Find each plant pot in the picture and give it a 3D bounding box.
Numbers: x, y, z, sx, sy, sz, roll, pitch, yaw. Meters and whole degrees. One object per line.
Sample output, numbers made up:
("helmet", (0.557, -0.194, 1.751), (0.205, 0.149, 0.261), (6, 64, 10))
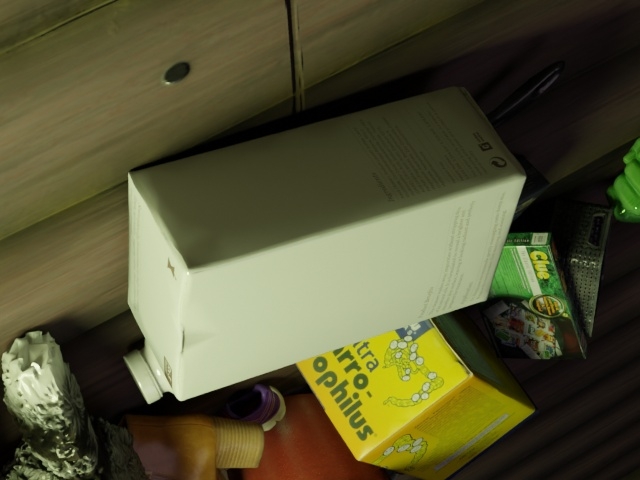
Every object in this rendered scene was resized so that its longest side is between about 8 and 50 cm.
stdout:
("plant pot", (-0.007, 0.377, 1.943), (0.272, 0.265, 0.272), (-13, 132, -15))

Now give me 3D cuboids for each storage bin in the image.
("storage bin", (0.365, 0.039, 1.974), (0.180, 0.084, 0.122), (84, 21, -48))

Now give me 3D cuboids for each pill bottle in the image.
("pill bottle", (-0.150, 0.127, 1.611), (0.152, 0.086, 0.086), (-28, 154, -12))

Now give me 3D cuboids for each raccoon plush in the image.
("raccoon plush", (-0.379, 0.293, 1.610), (0.299, 0.216, 0.446), (-14, 118, 4))

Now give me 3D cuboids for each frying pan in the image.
("frying pan", (0.125, -0.098, 1.590), (0.197, 0.053, 0.326), (-8, 142, -45))

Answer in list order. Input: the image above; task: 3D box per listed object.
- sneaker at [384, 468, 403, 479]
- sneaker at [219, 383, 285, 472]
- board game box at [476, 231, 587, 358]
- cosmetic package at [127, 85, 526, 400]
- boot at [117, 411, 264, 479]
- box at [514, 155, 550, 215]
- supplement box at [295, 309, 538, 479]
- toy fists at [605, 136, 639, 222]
("sneaker", (0.072, 0.321, 2.167), (0.321, 0.127, 0.126), (-13, 149, -34))
("sneaker", (-0.130, 0.258, 1.912), (0.170, 0.068, 0.071), (-44, 139, 0))
("board game box", (0.285, 0.082, 1.928), (0.136, 0.030, 0.259), (1, 140, 25))
("cosmetic package", (0.000, 0.000, 1.434), (0.385, 0.156, 0.217), (-14, 142, -22))
("boot", (-0.208, 0.351, 1.840), (0.211, 0.104, 0.295), (5, 117, -22))
("box", (0.180, -0.013, 1.723), (0.183, 0.059, 0.233), (-47, 170, 26))
("supplement box", (0.141, 0.204, 1.963), (0.195, 0.194, 0.356), (-39, 154, 9))
("toy fists", (0.515, -0.135, 1.939), (0.279, 0.096, 0.142), (-48, 164, 24))
